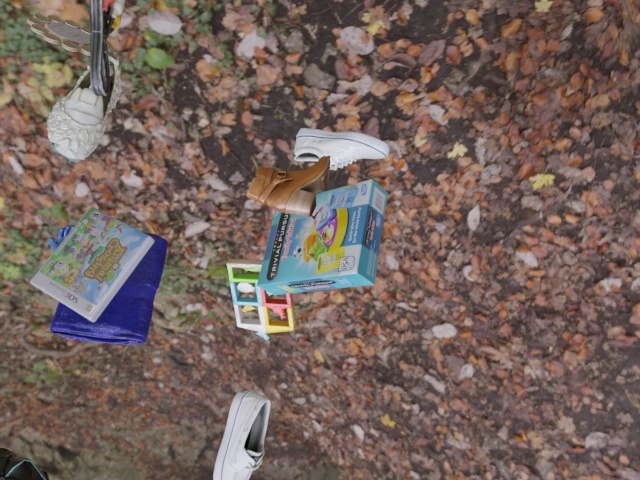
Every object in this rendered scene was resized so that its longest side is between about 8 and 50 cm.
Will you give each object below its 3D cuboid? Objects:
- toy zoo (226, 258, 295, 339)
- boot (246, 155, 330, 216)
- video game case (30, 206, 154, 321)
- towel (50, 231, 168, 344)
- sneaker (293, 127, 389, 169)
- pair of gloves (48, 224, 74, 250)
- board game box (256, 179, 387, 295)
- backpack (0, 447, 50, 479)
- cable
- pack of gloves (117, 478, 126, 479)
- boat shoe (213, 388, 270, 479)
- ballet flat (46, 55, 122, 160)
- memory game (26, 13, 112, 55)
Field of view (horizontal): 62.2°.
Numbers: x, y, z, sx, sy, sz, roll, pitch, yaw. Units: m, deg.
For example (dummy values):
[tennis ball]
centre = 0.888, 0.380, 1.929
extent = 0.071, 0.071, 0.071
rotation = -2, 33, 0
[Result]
[toy zoo]
centre = -0.182, 0.191, 1.674
extent = 0.192, 0.030, 0.293
rotation = 1, 120, 11
[boot]
centre = -0.065, -0.142, 1.192
extent = 0.152, 0.197, 0.073
rotation = 16, 136, 11
[video game case]
centre = -0.495, 0.045, 1.152
extent = 0.193, 0.212, 0.023
rotation = 24, 159, 22
[towel]
centre = -0.535, 0.116, 1.376
extent = 0.227, 0.308, 0.076
rotation = 11, 150, -11
[sneaker]
centre = 0.049, -0.222, 1.351
extent = 0.258, 0.094, 0.091
rotation = 11, 80, 28
[pair of gloves]
centre = -0.838, -0.003, 1.820
extent = 0.023, 0.198, 0.159
rotation = 46, 122, 21
[board game box]
centre = 0.000, 0.000, 1.377
extent = 0.336, 0.254, 0.079
rotation = -11, 148, 39
[backpack]
centre = -0.565, 0.484, 0.947
extent = 0.144, 0.166, 0.188
rotation = 1, 132, 32
[cable]
centre = -0.443, -0.443, 1.101
extent = 0.139, 0.072, 0.287
rotation = 115, 147, -62
[pack of gloves]
centre = -0.549, 0.824, 1.561
extent = 0.232, 0.195, 0.046
rotation = 27, 164, -26
[boat shoe]
centre = -0.168, 0.466, 1.170
extent = 0.084, 0.095, 0.258
rotation = 7, 88, 34
[ballet flat]
centre = -0.644, -0.393, 1.471
extent = 0.146, 0.409, 0.147
rotation = -2, 136, -2
[memory game]
centre = -0.582, -0.478, 1.237
extent = 0.186, 0.186, 0.012
rotation = 36, 118, 11
